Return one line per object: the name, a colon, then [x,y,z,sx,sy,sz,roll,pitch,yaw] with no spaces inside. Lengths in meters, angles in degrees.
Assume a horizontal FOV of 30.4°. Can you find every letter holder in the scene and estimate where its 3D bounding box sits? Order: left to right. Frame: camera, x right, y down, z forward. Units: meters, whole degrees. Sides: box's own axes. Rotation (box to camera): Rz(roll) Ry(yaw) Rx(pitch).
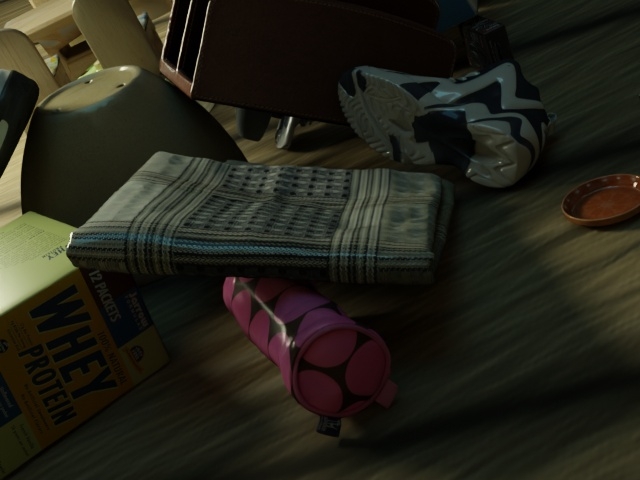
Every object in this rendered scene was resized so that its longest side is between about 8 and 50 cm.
letter holder: [-0.003,-0.254,1.341,0.301,0.214,0.152,7,16,-24]

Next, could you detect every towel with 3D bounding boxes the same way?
towel: [-0.035,-0.031,1.092,0.312,0.056,0.324,3,15,8]

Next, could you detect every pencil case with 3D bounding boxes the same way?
pencil case: [-0.013,0.077,1.003,0.095,0.098,0.209,-65,26,11]

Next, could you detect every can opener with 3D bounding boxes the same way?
can opener: [-0.027,-0.245,1.463,0.093,0.280,0.074,15,16,-18]

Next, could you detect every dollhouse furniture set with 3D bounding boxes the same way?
dollhouse furniture set: [-0.264,-0.377,1.547,0.394,0.256,0.362,-24,27,8]

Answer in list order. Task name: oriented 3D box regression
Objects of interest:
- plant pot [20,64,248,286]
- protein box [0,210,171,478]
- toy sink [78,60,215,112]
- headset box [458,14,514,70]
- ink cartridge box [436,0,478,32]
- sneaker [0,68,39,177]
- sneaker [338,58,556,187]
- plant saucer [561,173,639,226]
plant pot: [-0.235,-0.091,1.374,0.284,0.191,0.284,-18,26,9]
protein box: [-0.292,0.091,1.125,0.200,0.136,0.201,-34,28,-27]
toy sink: [-0.293,-0.213,1.721,0.234,0.131,0.153,-10,28,21]
headset box: [0.212,-0.244,1.485,0.032,0.062,0.083,-26,27,-9]
ink cartridge box: [0.052,-0.338,1.598,0.307,0.129,0.223,-24,34,26]
sneaker: [-0.527,-0.087,1.331,0.447,0.257,0.169,-37,28,32]
sneaker: [0.147,-0.146,1.274,0.235,0.094,0.153,19,35,30]
plant saucer: [0.267,-0.036,1.095,0.083,0.013,0.083,-18,25,9]
